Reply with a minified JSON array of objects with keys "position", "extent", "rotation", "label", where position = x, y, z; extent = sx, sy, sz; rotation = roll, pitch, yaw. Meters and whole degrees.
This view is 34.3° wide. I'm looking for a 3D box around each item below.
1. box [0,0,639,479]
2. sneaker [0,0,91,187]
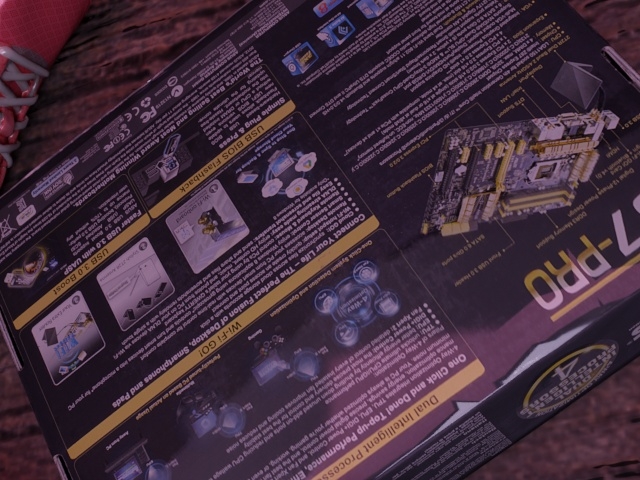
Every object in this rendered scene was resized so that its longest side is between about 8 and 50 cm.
[{"position":[0.000,0.000,0.624],"extent":[0.395,0.097,0.318],"rotation":[-38,57,5],"label":"box"},{"position":[-0.265,-0.086,0.786],"extent":[0.314,0.116,0.136],"rotation":[-45,68,8],"label":"sneaker"}]
